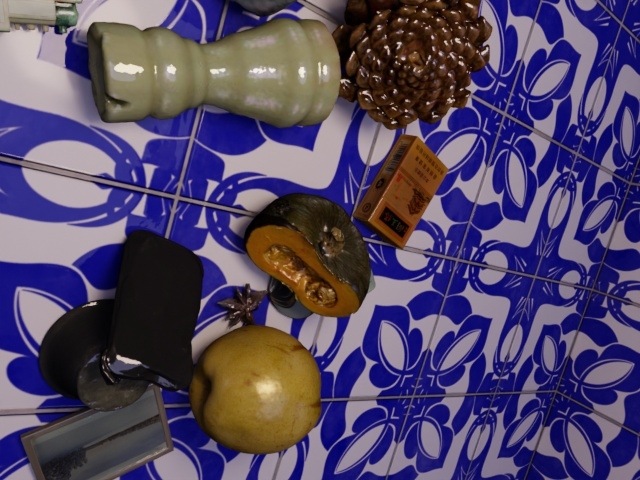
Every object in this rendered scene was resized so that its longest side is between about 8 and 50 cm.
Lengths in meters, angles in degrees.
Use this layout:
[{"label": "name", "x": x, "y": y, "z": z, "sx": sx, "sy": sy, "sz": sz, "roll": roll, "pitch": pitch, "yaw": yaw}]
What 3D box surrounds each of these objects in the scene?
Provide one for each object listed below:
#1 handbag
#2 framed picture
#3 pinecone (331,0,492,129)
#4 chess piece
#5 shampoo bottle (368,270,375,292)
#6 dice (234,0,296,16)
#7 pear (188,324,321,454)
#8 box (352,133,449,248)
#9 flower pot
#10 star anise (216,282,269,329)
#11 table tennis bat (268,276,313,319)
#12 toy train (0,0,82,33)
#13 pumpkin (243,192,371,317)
[{"label": "handbag", "x": -0.331, "y": 0.144, "z": 1.038, "sx": 0.191, "sy": 0.074, "sz": 0.333, "roll": 32, "pitch": 43, "yaw": -39}, {"label": "framed picture", "x": -0.489, "y": 0.458, "z": 1.162, "sx": 0.289, "sy": 0.016, "sz": 0.213, "roll": -18, "pitch": 116, "yaw": -30}, {"label": "pinecone", "x": 0.194, "y": -0.472, "z": 1.179, "sx": 0.384, "sy": 0.384, "sz": 0.385, "roll": -12, "pitch": 111, "yaw": -32}, {"label": "chess piece", "x": -0.204, "y": -0.320, "z": 0.997, "sx": 0.441, "sy": 0.234, "sz": 0.234, "roll": -11, "pitch": 111, "yaw": -28}, {"label": "shampoo bottle", "x": 0.110, "y": 0.063, "z": 1.452, "sx": 0.069, "sy": 0.041, "sz": 0.191, "roll": -26, "pitch": 118, "yaw": -21}, {"label": "dice", "x": -0.055, "y": -0.634, "z": 0.915, "sx": 0.328, "sy": 0.330, "sz": 0.348, "roll": -44, "pitch": 123, "yaw": -20}, {"label": "pear", "x": -0.145, "y": 0.349, "z": 1.203, "sx": 0.314, "sy": 0.314, "sz": 0.315, "roll": -12, "pitch": 111, "yaw": -32}, {"label": "box", "x": 0.231, "y": -0.136, "z": 1.452, "sx": 0.174, "sy": 0.076, "sz": 0.274, "roll": 35, "pitch": 84, "yaw": -37}, {"label": "flower pot", "x": -0.438, "y": 0.252, "z": 1.055, "sx": 0.235, "sy": 0.148, "sz": 0.236, "roll": -11, "pitch": 110, "yaw": -33}, {"label": "star anise", "x": -0.198, "y": 0.161, "z": 1.252, "sx": 0.129, "sy": 0.056, "sz": 0.124, "roll": 20, "pitch": 94, "yaw": -38}, {"label": "table tennis bat", "x": -0.083, "y": 0.092, "z": 1.337, "sx": 0.173, "sy": 0.022, "sz": 0.301, "roll": -53, "pitch": 129, "yaw": -12}, {"label": "toy train", "x": -0.493, "y": -0.408, "z": 0.848, "sx": 0.193, "sy": 0.080, "sz": 0.125, "roll": -11, "pitch": 121, "yaw": -35}, {"label": "pumpkin", "x": 0.000, "y": 0.000, "z": 1.217, "sx": 0.325, "sy": 0.242, "sz": 0.232, "roll": 44, "pitch": 49, "yaw": -20}]
